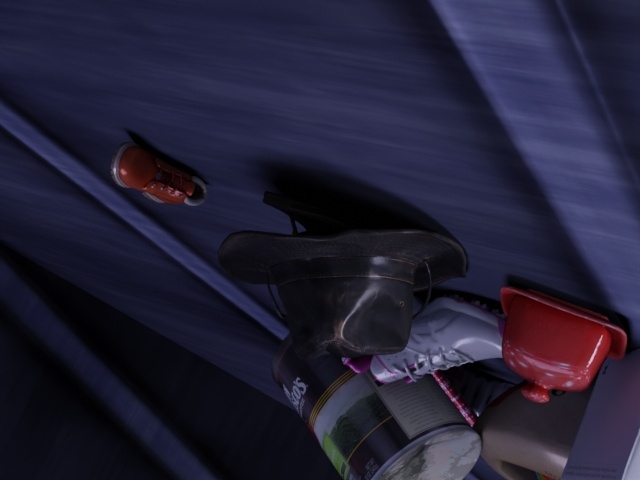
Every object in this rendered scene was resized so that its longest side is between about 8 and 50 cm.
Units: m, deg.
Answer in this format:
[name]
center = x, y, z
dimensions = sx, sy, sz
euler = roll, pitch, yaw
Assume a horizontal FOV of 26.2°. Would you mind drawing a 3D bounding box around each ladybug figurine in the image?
[ladybug figurine]
center = 0.385, 0.306, 2.063
dimensions = 0.305, 0.162, 0.449
euler = 23, 167, 11

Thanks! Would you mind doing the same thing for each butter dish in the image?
[butter dish]
center = 0.278, 0.139, 1.662
dimensions = 0.160, 0.118, 0.160
euler = 21, 168, 16

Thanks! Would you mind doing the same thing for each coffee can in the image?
[coffee can]
center = 0.080, 0.247, 2.034
dimensions = 0.275, 0.201, 0.201
euler = 53, -174, 34

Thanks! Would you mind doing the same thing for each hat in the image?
[hat]
center = 0.025, 0.079, 1.648
dimensions = 0.331, 0.134, 0.331
euler = 2, 167, 1

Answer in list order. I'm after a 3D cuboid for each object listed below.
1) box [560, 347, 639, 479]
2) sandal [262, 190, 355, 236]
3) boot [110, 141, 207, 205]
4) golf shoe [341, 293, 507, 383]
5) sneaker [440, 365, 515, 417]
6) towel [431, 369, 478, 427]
[box]
center = 0.407, 0.238, 1.684
dimensions = 0.119, 0.182, 0.181
euler = 25, 168, -9
[sandal]
center = 0.000, 0.000, 1.728
dimensions = 0.090, 0.060, 0.219
euler = 16, 166, 33
[boot]
center = -0.208, -0.084, 1.790
dimensions = 0.085, 0.059, 0.158
euler = 14, 173, 27
[golf shoe]
center = 0.151, 0.143, 1.873
dimensions = 0.306, 0.140, 0.115
euler = 8, 158, 48
[sneaker]
center = 0.289, 0.280, 2.325
dimensions = 0.236, 0.095, 0.104
euler = 25, 174, 21
[towel]
center = 0.145, 0.232, 2.262
dimensions = 0.275, 0.031, 0.199
euler = 50, 154, -15
